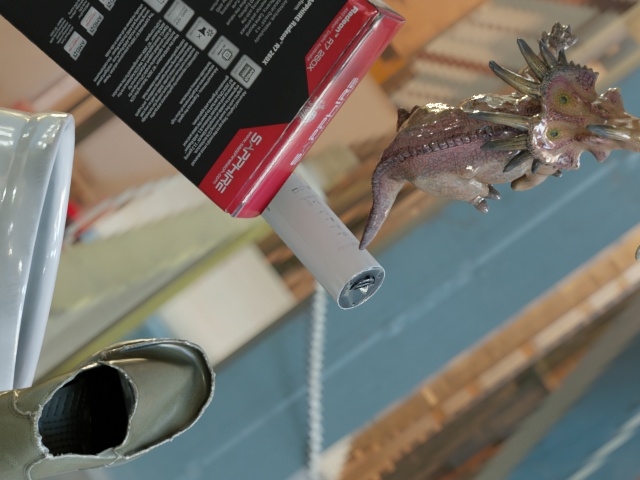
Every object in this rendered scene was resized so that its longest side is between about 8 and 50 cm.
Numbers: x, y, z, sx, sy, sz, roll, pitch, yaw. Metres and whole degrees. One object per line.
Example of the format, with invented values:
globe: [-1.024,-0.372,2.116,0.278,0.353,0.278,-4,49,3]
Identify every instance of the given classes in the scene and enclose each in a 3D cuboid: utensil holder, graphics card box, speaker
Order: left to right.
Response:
utensil holder: [-0.470,-0.007,2.021,0.385,0.327,0.327,11,13,-2]
graphics card box: [-0.132,-0.222,1.799,0.371,0.233,0.094,40,13,15]
speaker: [0.000,0.000,1.835,0.136,0.055,0.055,48,5,28]

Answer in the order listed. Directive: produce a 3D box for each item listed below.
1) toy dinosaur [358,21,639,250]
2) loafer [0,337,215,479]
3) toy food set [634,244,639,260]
toy dinosaur: [0.133,-0.083,1.629,0.127,0.296,0.200,65,17,-2]
loafer: [-0.158,0.131,1.487,0.251,0.087,0.094,-20,97,-50]
toy food set: [0.466,-0.072,2.391,0.128,0.218,0.071,8,4,-18]
